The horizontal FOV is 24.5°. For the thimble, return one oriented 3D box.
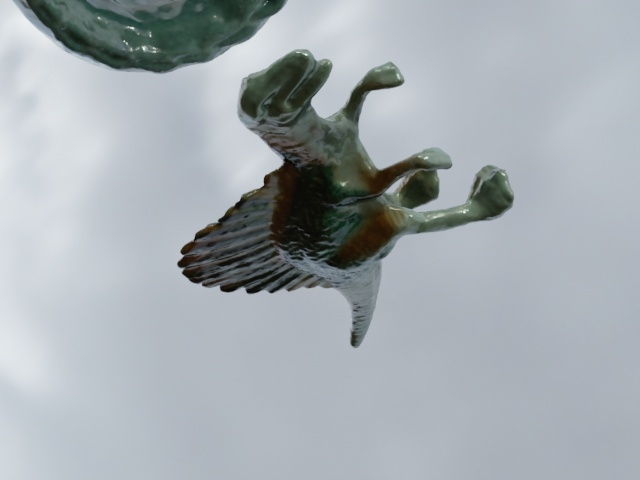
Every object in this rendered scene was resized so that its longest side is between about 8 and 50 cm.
[{"bbox_3d":[-0.132,-0.219,0.989,0.198,0.235,0.143,-69,-154,22],"label":"thimble"}]

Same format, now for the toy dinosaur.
[{"bbox_3d":[-0.002,-0.003,0.517,0.187,0.106,0.044,-54,-129,54],"label":"toy dinosaur"}]
